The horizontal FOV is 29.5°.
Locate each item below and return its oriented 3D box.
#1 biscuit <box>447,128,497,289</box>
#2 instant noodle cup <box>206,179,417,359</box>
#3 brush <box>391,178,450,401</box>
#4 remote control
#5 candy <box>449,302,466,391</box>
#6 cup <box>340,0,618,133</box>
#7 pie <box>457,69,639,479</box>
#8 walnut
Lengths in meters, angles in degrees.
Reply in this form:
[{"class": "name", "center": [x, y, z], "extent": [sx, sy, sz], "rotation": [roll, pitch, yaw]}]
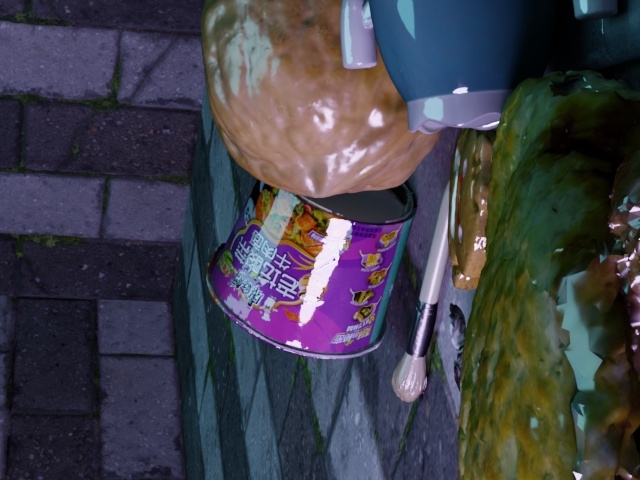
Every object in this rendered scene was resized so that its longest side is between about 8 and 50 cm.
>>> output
[{"class": "biscuit", "center": [0.148, -0.039, 1.199], "extent": [0.249, 0.035, 0.184], "rotation": [-88, 2, -84]}, {"class": "instant noodle cup", "center": [0.000, 0.000, 1.536], "extent": [0.251, 0.251, 0.190], "rotation": [-107, 33, -55]}, {"class": "brush", "center": [0.129, 0.058, 1.393], "extent": [0.042, 0.039, 0.299], "rotation": [-119, 37, -59]}, {"class": "remote control", "center": [0.243, -0.190, 0.929], "extent": [0.377, 0.044, 0.107], "rotation": [-179, 97, -77]}, {"class": "candy", "center": [0.160, 0.151, 1.193], "extent": [0.226, 0.051, 0.094], "rotation": [-105, 19, -52]}, {"class": "cup", "center": [0.120, -0.179, 1.015], "extent": [0.300, 0.167, 0.173], "rotation": [-2, 92, 51]}, {"class": "pie", "center": [0.189, 0.086, 0.840], "extent": [0.418, 0.180, 0.395], "rotation": [-110, 26, -77]}, {"class": "walnut", "center": [0.012, -0.206, 1.352], "extent": [0.306, 0.306, 0.344], "rotation": [130, 146, -69]}]
